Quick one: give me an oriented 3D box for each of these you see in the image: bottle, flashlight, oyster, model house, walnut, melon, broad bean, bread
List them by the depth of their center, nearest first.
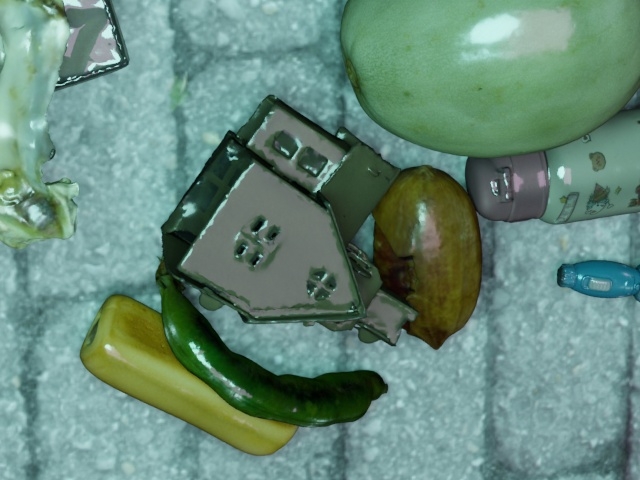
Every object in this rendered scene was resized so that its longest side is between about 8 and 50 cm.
[{"bbox_3d":[-0.307,-0.147,1.371,0.275,0.100,0.271,18,99,-7],"label":"oyster"},{"bbox_3d":[0.174,-0.205,1.555,0.308,0.272,0.271,3,105,13],"label":"melon"},{"bbox_3d":[0.000,0.000,1.582,0.243,0.211,0.204,34,96,-15],"label":"model house"},{"bbox_3d":[-0.052,0.123,1.651,0.292,0.144,0.049,32,130,-19],"label":"broad bean"},{"bbox_3d":[-0.132,0.143,1.657,0.239,0.092,0.074,30,130,-21],"label":"bread"},{"bbox_3d":[0.109,0.020,1.677,0.116,0.116,0.207,-14,114,-11],"label":"walnut"},{"bbox_3d":[0.265,-0.074,1.688,0.233,0.110,0.110,-9,106,-11],"label":"bottle"},{"bbox_3d":[0.318,0.043,1.767,0.129,0.051,0.051,4,103,-10],"label":"flashlight"}]

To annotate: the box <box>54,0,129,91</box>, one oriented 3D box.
[{"bbox_3d":[-0.297,-0.256,1.474,0.188,0.153,0.252,-17,109,-9],"label":"box"}]
